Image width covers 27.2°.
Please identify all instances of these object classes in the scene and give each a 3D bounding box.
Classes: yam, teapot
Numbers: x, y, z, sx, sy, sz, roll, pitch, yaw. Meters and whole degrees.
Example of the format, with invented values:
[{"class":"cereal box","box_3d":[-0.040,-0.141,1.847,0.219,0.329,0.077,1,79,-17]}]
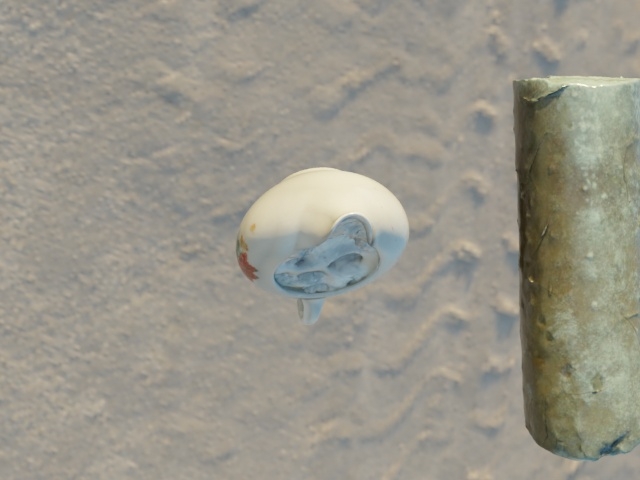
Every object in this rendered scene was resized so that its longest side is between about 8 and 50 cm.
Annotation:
[{"class":"yam","box_3d":[0.176,0.014,0.894,0.093,0.093,0.259,-4,92,-57]},{"class":"teapot","box_3d":[0.000,0.000,1.108,0.226,0.145,0.092,103,-18,-61]}]
